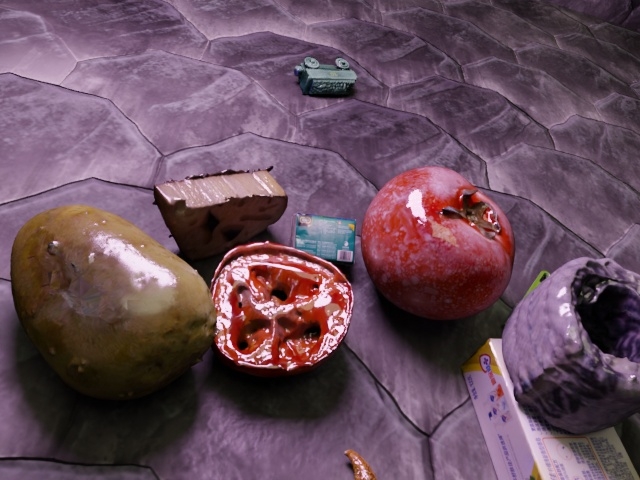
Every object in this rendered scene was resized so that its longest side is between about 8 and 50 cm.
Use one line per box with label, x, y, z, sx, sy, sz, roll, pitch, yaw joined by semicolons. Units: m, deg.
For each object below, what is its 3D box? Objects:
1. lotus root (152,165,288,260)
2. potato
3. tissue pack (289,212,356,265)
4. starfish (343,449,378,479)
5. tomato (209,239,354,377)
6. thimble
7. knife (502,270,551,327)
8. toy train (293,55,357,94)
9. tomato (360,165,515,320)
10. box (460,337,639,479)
lotus root;-0.168;-0.042;0.862;0.261;0.170;0.074;-21;65;-46
potato;-0.282;0.075;0.699;0.307;0.173;0.210;41;79;18
tissue pack;0.001;0.000;0.953;0.111;0.079;0.085;5;82;-14
starfish;0.043;0.374;0.640;0.228;0.043;0.240;10;43;-13
tomato;-0.070;0.114;0.803;0.228;0.101;0.227;5;51;-6
thimble;0.390;0.147;0.761;0.217;0.157;0.246;42;48;20
knife;0.420;0.122;1.033;0.054;0.015;0.212;38;47;15
toy train;0.017;-0.420;1.356;0.172;0.070;0.099;-7;59;-28
tomato;0.192;0.009;0.906;0.271;0.227;0.270;22;47;-27
box;0.341;0.284;0.793;0.169;0.097;0.265;4;47;-17
